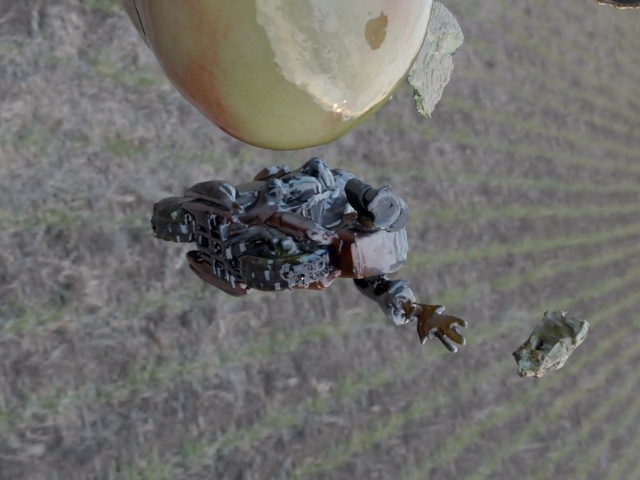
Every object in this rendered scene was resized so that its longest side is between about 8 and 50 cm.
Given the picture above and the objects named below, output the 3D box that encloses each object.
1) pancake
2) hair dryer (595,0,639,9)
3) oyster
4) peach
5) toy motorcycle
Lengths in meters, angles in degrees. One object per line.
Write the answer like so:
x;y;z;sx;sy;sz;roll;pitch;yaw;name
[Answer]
0.163;-0.301;2.046;0.376;0.054;0.197;-24;113;-59;pancake
0.239;-0.257;0.962;0.203;0.128;0.362;31;32;-8;hair dryer
0.291;0.139;1.565;0.051;0.103;0.148;41;-3;-12;oyster
-0.041;-0.222;0.949;0.292;0.248;0.292;-14;90;-82;peach
0.000;0.000;1.157;0.207;0.401;0.134;-15;109;-27;toy motorcycle
